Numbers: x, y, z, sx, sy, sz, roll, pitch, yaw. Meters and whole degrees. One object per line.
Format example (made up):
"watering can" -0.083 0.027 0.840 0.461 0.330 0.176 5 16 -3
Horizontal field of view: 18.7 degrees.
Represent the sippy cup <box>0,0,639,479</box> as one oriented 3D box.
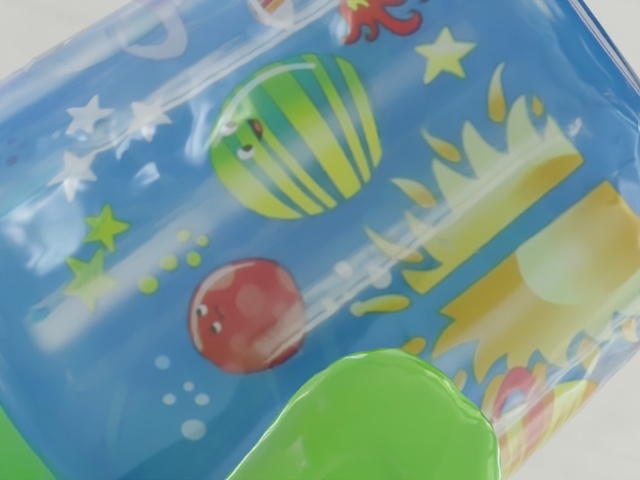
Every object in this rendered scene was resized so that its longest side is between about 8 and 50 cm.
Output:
"sippy cup" 0.000 0.000 0.627 0.224 0.305 0.240 -37 -36 13
